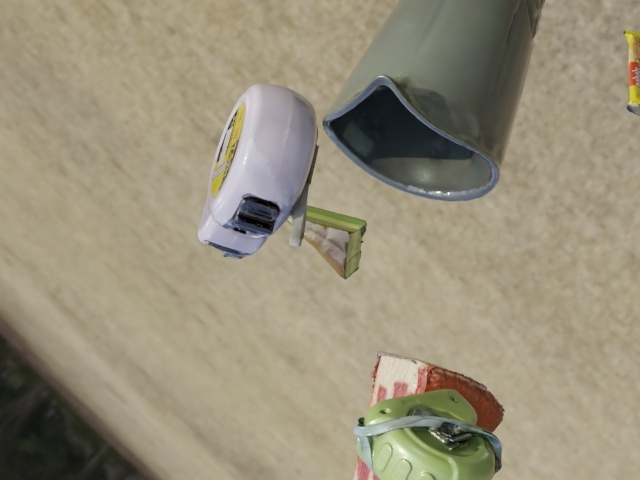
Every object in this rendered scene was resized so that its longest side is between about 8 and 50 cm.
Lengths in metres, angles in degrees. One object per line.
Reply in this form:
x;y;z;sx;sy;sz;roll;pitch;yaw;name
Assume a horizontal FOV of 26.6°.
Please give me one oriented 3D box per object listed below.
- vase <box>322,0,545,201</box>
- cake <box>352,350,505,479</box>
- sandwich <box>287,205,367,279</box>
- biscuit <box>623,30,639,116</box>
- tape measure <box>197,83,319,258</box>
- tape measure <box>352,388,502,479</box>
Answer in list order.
0.127;-0.176;1.212;0.156;0.300;0.251;13;153;22;vase
0.148;0.304;1.949;0.160;0.262;0.158;13;180;-29;cake
0.000;0.000;1.981;0.117;0.074;0.074;16;-160;18;sandwich
0.445;-0.234;1.878;0.048;0.026;0.292;17;-149;2;biscuit
-0.062;-0.082;1.549;0.105;0.196;0.178;19;169;-14;tape measure
0.141;0.262;1.715;0.200;0.106;0.175;3;-149;-45;tape measure
